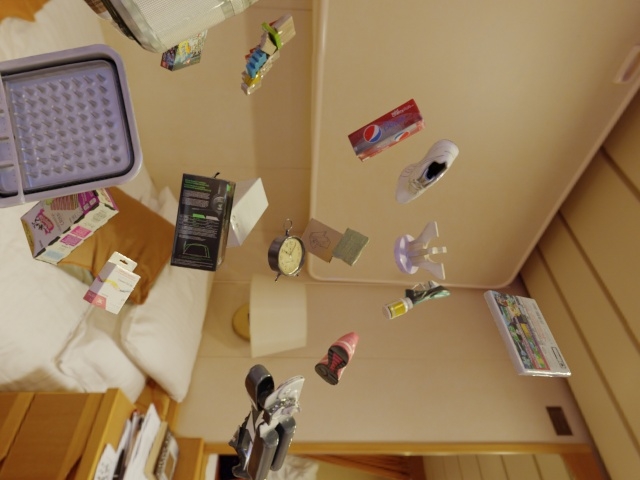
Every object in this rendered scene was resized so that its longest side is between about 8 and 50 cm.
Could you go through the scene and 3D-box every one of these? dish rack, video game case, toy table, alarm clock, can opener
[{"bbox_3d":[-0.531,-0.225,0.817,0.072,0.332,0.286,113,-34,-89],"label":"dish rack"},{"bbox_3d":[0.492,0.222,0.960,0.023,0.183,0.201,-48,-140,42],"label":"video game case"},{"bbox_3d":[0.446,0.054,1.761,0.274,0.160,0.252,-24,102,-60],"label":"toy table"},{"bbox_3d":[-0.108,0.027,1.264,0.129,0.064,0.192,-6,105,-51],"label":"alarm clock"},{"bbox_3d":[-0.085,0.312,0.684,0.093,0.074,0.280,39,-47,35],"label":"can opener"}]

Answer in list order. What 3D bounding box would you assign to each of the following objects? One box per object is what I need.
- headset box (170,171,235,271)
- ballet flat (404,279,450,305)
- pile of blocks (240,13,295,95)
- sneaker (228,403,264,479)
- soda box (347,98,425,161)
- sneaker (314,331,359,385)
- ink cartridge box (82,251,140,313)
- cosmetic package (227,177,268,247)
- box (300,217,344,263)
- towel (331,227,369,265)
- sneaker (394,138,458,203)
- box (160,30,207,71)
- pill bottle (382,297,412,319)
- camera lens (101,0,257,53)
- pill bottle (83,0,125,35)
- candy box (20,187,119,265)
[{"bbox_3d":[-0.347,-0.071,1.225,0.246,0.131,0.283,-142,-119,-81],"label":"headset box"},{"bbox_3d":[0.512,0.242,1.920,0.095,0.280,0.096,-42,-118,50],"label":"ballet flat"},{"bbox_3d":[-0.254,-0.793,1.675,0.362,0.112,0.149,-51,167,18],"label":"pile of blocks"},{"bbox_3d":[-0.192,0.516,1.078,0.078,0.106,0.234,121,-29,-61],"label":"sneaker"},{"bbox_3d":[0.238,-0.393,1.446,0.083,0.263,0.092,20,47,-66],"label":"soda box"},{"bbox_3d":[0.080,0.482,1.642,0.136,0.116,0.314,-38,163,-42],"label":"sneaker"},{"bbox_3d":[-0.752,0.154,1.473,0.115,0.067,0.198,48,62,-51],"label":"ink cartridge box"},{"bbox_3d":[-0.427,-0.132,1.886,0.453,0.230,0.162,-71,149,-60],"label":"cosmetic package"},{"bbox_3d":[0.000,0.000,2.031,0.164,0.201,0.021,-62,156,2],"label":"box"},{"bbox_3d":[0.122,0.025,1.625,0.148,0.110,0.027,-56,166,-21],"label":"towel"},{"bbox_3d":[0.353,-0.225,1.414,0.297,0.111,0.129,-51,-175,46],"label":"sneaker"},{"bbox_3d":[-0.446,-0.664,1.336,0.233,0.044,0.159,-77,-167,-59],"label":"box"},{"bbox_3d":[0.320,0.279,1.668,0.065,0.116,0.065,160,-90,-77],"label":"pill bottle"},{"bbox_3d":[-0.249,-0.480,0.696,0.219,0.274,0.219,62,-1,2],"label":"camera lens"},{"bbox_3d":[-0.631,-0.727,1.170,0.229,0.131,0.131,49,36,-56],"label":"pill bottle"},{"bbox_3d":[-0.679,-0.070,1.084,0.159,0.233,0.071,51,3,27],"label":"candy box"}]
